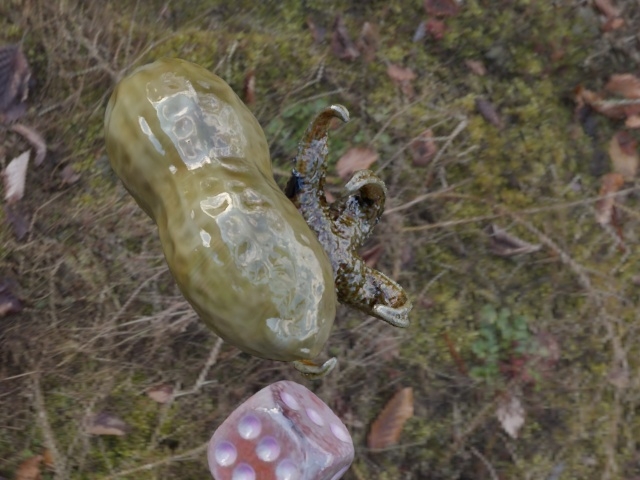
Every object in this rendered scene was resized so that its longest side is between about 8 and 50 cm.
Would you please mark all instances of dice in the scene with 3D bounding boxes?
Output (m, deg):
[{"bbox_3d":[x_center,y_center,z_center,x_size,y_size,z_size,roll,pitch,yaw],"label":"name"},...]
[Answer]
[{"bbox_3d":[-0.033,0.181,0.936,0.093,0.091,0.094,46,108,19],"label":"dice"}]

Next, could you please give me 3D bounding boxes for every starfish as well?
[{"bbox_3d":[0.000,-0.001,0.805,0.146,0.074,0.189,-17,99,-39],"label":"starfish"}]

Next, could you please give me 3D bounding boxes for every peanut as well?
[{"bbox_3d":[-0.053,-0.016,0.590,0.089,0.089,0.192,-16,65,-25],"label":"peanut"}]
